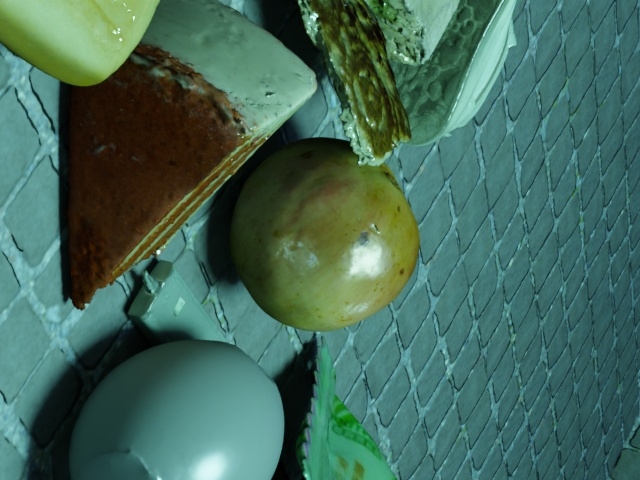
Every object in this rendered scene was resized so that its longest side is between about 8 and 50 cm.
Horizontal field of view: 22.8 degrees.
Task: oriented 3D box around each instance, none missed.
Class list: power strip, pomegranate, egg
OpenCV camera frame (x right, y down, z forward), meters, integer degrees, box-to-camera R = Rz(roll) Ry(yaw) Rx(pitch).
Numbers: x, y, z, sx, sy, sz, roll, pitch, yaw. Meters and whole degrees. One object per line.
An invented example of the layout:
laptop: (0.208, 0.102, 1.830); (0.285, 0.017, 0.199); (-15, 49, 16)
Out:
power strip: (-0.131, 0.087, 1.515); (0.060, 0.027, 0.252); (-60, 153, -19)
pomegranate: (0.000, -0.003, 1.536); (0.191, 0.191, 0.191); (-43, 144, -43)
egg: (-0.122, 0.178, 1.426); (0.232, 0.176, 0.176); (-31, 135, -53)

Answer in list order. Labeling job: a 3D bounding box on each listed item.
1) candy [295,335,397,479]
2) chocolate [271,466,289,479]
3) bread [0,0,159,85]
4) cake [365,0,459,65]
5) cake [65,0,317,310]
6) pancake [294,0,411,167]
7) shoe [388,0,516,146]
candy: (0.045, 0.325, 1.794); (0.263, 0.172, 0.397); (-105, 180, -60)
chocolate: (-0.052, 0.314, 1.836); (0.064, 0.031, 0.100); (-23, 127, -63)
bread: (-0.193, -0.202, 1.100); (0.147, 0.098, 0.217); (-64, 152, -11)
cake: (0.083, -0.279, 1.606); (0.116, 0.086, 0.220); (-60, 153, -20)
cake: (-0.103, -0.058, 1.314); (0.158, 0.160, 0.262); (-40, 143, -52)
pancake: (0.016, -0.193, 1.516); (0.212, 0.056, 0.257); (-64, 133, -63)
shoe: (0.166, -0.248, 1.766); (0.159, 0.124, 0.316); (14, 100, -65)
